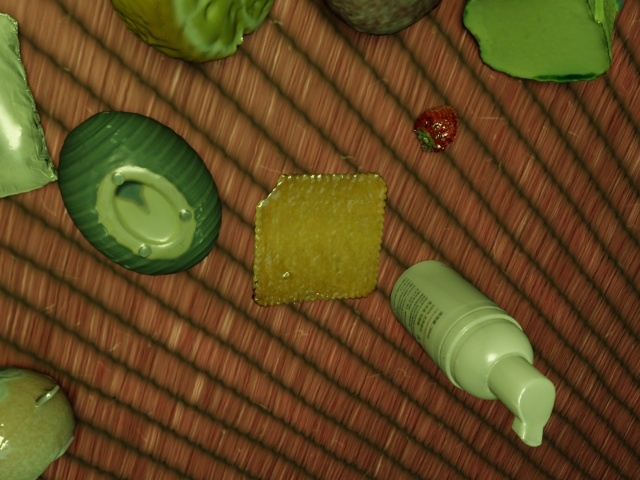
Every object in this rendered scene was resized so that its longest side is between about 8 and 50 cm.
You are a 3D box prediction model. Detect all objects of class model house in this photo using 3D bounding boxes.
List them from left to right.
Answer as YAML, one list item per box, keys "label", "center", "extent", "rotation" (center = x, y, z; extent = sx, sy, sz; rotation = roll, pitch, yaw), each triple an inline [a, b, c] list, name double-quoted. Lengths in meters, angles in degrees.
- label: "model house"
  center: [0.356, -0.377, 0.874]
  extent: [0.214, 0.195, 0.189]
  rotation: [35, 72, -41]

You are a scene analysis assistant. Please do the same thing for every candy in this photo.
- label: "candy"
  center: [-0.137, -0.337, 0.665]
  extent: [0.260, 0.118, 0.259]
  rotation: [-47, 155, -30]

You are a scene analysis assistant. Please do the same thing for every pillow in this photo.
- label: "pillow"
  center: [-0.430, -0.167, 0.729]
  extent: [0.128, 0.051, 0.229]
  rotation: [-13, 112, -17]

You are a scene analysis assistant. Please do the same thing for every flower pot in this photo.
- label: "flower pot"
  center: [-0.242, -0.060, 0.777]
  extent: [0.189, 0.157, 0.243]
  rotation: [-39, 119, -3]

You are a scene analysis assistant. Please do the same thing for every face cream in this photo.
- label: "face cream"
  center: [0.252, 0.167, 0.914]
  extent: [0.146, 0.369, 0.145]
  rotation: [-7, 113, -17]

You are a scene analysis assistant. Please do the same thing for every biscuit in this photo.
- label: "biscuit"
  center: [0.000, 0.000, 0.964]
  extent: [0.232, 0.013, 0.236]
  rotation: [-3, 110, -18]

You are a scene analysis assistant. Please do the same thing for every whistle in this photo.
- label: "whistle"
  center: [-0.502, 0.307, 0.836]
  extent: [0.348, 0.189, 0.189]
  rotation: [-42, 118, 16]

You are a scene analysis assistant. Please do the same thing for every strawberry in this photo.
- label: "strawberry"
  center: [0.196, -0.188, 0.929]
  extent: [0.083, 0.073, 0.073]
  rotation: [-44, 118, -14]

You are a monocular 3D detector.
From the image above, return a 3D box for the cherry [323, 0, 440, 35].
- label: "cherry"
  center: [0.084, -0.400, 0.720]
  extent: [0.230, 0.203, 0.300]
  rotation: [-33, 143, 0]
